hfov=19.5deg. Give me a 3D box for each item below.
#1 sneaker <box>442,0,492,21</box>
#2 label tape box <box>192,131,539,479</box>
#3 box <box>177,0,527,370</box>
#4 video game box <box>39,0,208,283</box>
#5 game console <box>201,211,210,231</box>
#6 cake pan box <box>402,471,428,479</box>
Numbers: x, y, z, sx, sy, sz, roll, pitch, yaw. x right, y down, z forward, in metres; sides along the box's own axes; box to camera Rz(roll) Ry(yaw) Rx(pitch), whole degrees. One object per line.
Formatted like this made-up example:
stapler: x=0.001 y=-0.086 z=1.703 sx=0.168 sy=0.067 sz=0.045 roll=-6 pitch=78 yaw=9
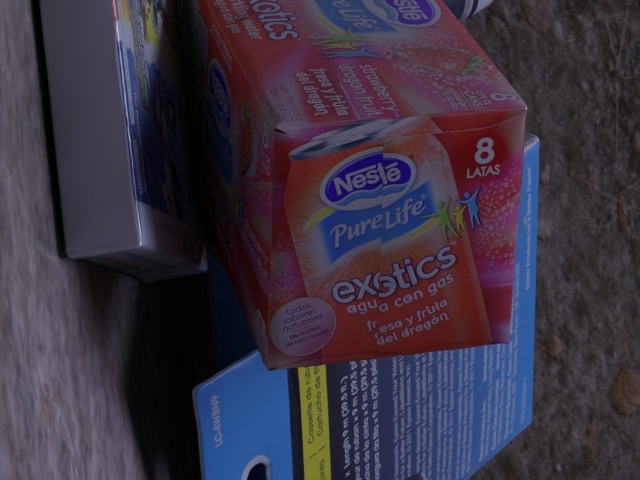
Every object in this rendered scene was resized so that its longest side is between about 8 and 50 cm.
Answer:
sneaker: x=-0.021 y=-0.247 z=1.336 sx=0.321 sy=0.127 sz=0.126 roll=44 pitch=-26 yaw=36
label tape box: x=0.007 y=0.092 z=1.230 sx=0.347 sy=0.115 sz=0.249 roll=-34 pitch=134 yaw=-39
box: x=0.004 y=-0.070 z=1.095 sx=0.300 sy=0.142 sz=0.154 roll=-118 pitch=-155 yaw=-58
video game box: x=-0.110 y=-0.084 z=1.042 sx=0.187 sy=0.048 sz=0.205 roll=45 pitch=38 yaw=-83
game console: x=-0.093 y=-0.187 z=1.299 sx=0.213 sy=0.044 sz=0.361 roll=-88 pitch=167 yaw=-56
cake pan box: x=0.114 y=0.303 z=1.205 sx=0.267 sy=0.070 sz=0.246 roll=65 pitch=3 yaw=34
